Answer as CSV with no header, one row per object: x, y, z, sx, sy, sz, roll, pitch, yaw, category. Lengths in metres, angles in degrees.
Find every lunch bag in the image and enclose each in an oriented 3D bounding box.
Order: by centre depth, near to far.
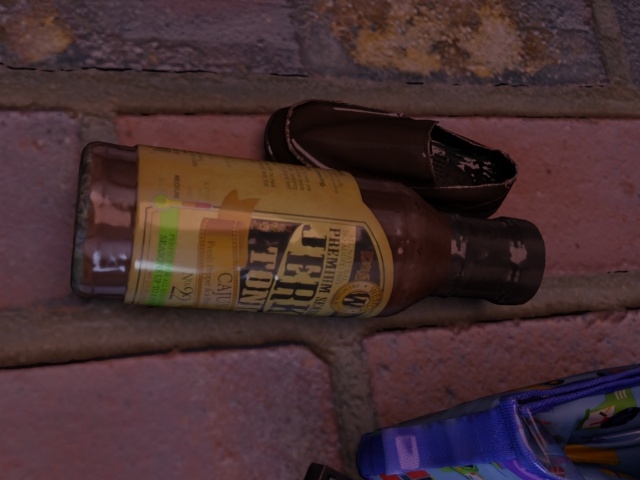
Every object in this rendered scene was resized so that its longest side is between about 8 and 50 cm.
0.174,0.146,0.507,0.293,0.221,0.138,5,71,-18,lunch bag

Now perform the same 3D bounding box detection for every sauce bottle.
0.000,0.000,0.553,0.344,0.111,0.111,4,72,-17,sauce bottle

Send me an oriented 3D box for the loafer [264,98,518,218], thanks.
0.064,-0.075,0.619,0.220,0.078,0.080,9,70,-17,loafer

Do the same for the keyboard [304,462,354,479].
-0.017,0.246,0.517,0.108,0.023,0.180,29,65,-9,keyboard
